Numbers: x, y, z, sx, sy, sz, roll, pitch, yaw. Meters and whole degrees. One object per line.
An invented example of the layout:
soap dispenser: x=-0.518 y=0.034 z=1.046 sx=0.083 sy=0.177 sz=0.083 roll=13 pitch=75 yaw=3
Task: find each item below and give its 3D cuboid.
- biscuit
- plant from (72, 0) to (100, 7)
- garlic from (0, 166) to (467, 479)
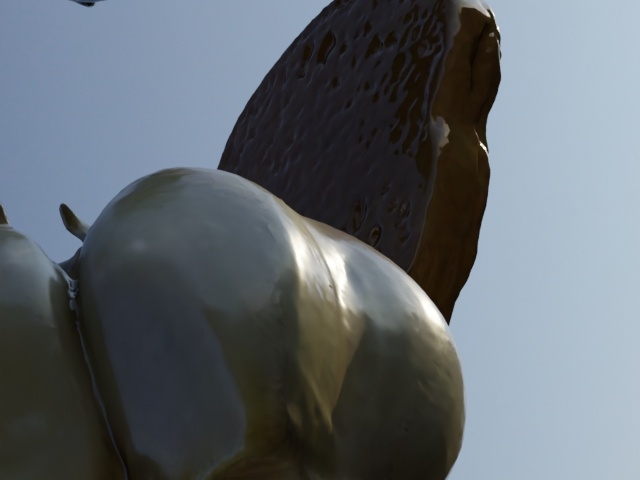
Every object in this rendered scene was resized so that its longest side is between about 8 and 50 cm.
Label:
biscuit: x=0.000 y=0.000 z=0.843 sx=0.057 sy=0.312 sz=0.351 roll=22 pitch=-120 yaw=-27
plant: x=-0.185 y=-0.243 z=0.829 sx=0.194 sy=0.129 sz=0.132 roll=34 pitch=-128 yaw=-37
garlic: x=-0.086 y=0.072 z=0.498 sx=0.281 sy=0.203 sz=0.185 roll=-21 pitch=-38 yaw=-6
